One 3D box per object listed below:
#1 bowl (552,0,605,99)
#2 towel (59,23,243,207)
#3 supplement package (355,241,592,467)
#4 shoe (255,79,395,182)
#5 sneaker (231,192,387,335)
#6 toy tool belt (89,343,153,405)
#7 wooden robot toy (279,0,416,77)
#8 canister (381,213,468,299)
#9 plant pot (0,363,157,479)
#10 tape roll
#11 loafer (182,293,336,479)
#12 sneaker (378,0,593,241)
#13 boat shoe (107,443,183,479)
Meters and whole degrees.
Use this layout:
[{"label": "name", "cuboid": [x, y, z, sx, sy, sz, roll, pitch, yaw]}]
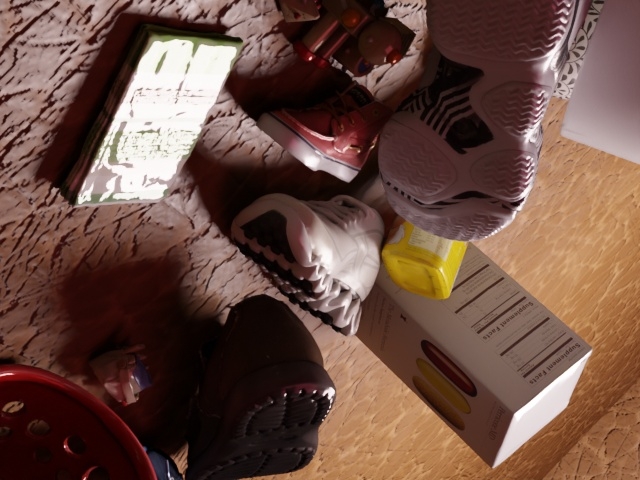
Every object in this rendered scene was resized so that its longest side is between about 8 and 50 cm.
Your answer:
[{"label": "bowl", "cuboid": [0.305, -0.212, 1.336, 0.170, 0.080, 0.170, -35, 152, -22]}, {"label": "towel", "cuboid": [-0.127, -0.093, 0.914, 0.113, 0.023, 0.152, -8, 133, -56]}, {"label": "supplement package", "cuboid": [0.170, 0.116, 1.415, 0.134, 0.244, 0.139, -34, 152, -26]}, {"label": "shoe", "cuboid": [0.009, -0.105, 1.059, 0.081, 0.063, 0.178, -52, 160, 9]}, {"label": "sneaker", "cuboid": [0.000, 0.000, 1.164, 0.118, 0.110, 0.292, -54, 162, -6]}, {"label": "toy tool belt", "cuboid": [-0.174, 0.123, 1.118, 0.051, 0.052, 0.083, -34, 154, -7]}, {"label": "wooden robot toy", "cuboid": [0.035, -0.160, 0.992, 0.076, 0.079, 0.173, -53, 154, 13]}, {"label": "canister", "cuboid": [0.124, -0.037, 1.240, 0.126, 0.073, 0.169, 64, 45, -65]}, {"label": "plant pot", "cuboid": [-0.256, 0.223, 0.989, 0.174, 0.191, 0.191, -46, 156, 18]}, {"label": "tape roll", "cuboid": [0.312, -0.210, 1.092, 0.286, 0.100, 0.286, 21, 90, -79]}, {"label": "loafer", "cuboid": [-0.066, 0.158, 1.244, 0.134, 0.130, 0.366, -4, 156, -19]}, {"label": "sneaker", "cuboid": [0.161, -0.165, 1.041, 0.210, 0.137, 0.365, -57, 166, -35]}, {"label": "boat shoe", "cuboid": [-0.165, 0.254, 1.191, 0.109, 0.089, 0.258, -46, 176, 6]}]
